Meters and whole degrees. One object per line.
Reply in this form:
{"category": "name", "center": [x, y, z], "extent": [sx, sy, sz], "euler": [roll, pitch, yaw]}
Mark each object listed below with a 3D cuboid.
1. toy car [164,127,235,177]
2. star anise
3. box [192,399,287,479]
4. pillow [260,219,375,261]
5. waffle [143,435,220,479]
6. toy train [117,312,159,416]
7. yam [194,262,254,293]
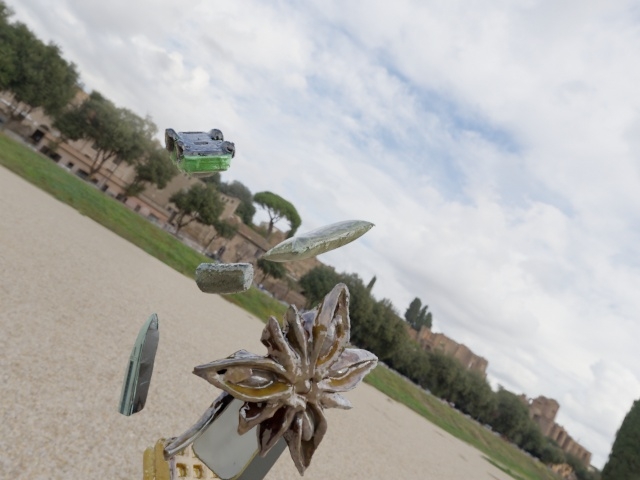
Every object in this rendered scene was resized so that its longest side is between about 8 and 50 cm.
{"category": "toy car", "center": [-0.463, -0.324, 1.638], "extent": [0.213, 0.176, 0.358], "euler": [-8, 32, -28]}
{"category": "star anise", "center": [-0.053, 0.219, 0.679], "extent": [0.292, 0.349, 0.109], "euler": [42, -17, -22]}
{"category": "box", "center": [-0.141, 0.391, 0.883], "extent": [0.144, 0.201, 0.090], "euler": [13, -40, 41]}
{"category": "pillow", "center": [0.000, 0.000, 1.217], "extent": [0.185, 0.302, 0.075], "euler": [-14, -87, 54]}
{"category": "waffle", "center": [-0.291, 0.624, 1.083], "extent": [0.327, 0.098, 0.224], "euler": [45, 21, -50]}
{"category": "toy train", "center": [-0.435, 0.290, 1.042], "extent": [0.048, 0.252, 0.055], "euler": [15, 3, 21]}
{"category": "yam", "center": [-0.299, 0.121, 1.385], "extent": [0.183, 0.107, 0.107], "euler": [-4, -27, 22]}
